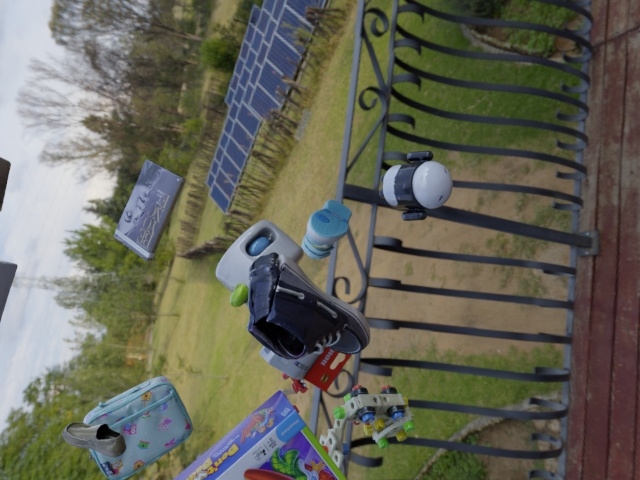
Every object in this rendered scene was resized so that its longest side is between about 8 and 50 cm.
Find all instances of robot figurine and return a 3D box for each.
[{"bbox_3d":[0.342,-0.196,1.564,0.278,0.174,0.209,5,128,54],"label":"robot figurine"}]

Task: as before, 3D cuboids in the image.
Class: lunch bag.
[{"bbox_3d":[-0.544,0.549,1.282,0.108,0.279,0.223,5,117,62],"label":"lunch bag"}]

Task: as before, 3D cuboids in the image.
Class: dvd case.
[{"bbox_3d":[-0.432,-0.079,1.083,0.165,0.018,0.221,27,96,33],"label":"dvd case"}]

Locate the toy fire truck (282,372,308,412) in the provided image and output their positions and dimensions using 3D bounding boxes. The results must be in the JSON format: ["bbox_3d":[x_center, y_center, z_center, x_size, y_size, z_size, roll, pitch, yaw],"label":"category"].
[{"bbox_3d":[-0.135,0.713,2.055,0.192,0.135,0.047,52,150,6],"label":"toy fire truck"}]

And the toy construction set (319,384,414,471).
[{"bbox_3d":[0.127,0.503,1.194,0.151,0.328,0.215,55,129,32],"label":"toy construction set"}]

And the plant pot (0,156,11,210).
[{"bbox_3d":[-0.957,-0.166,1.126,0.263,0.230,0.262,-19,65,50],"label":"plant pot"}]

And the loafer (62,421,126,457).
[{"bbox_3d":[-0.496,0.429,0.956,0.056,0.148,0.050,-51,-25,-78],"label":"loafer"}]

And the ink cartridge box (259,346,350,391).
[{"bbox_3d":[0.005,0.400,1.647,0.308,0.385,0.091,-53,32,-8],"label":"ink cartridge box"}]

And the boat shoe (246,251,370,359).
[{"bbox_3d":[-0.017,0.180,0.847,0.127,0.341,0.158,-32,36,27],"label":"boat shoe"}]

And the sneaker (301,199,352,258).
[{"bbox_3d":[0.000,0.000,1.423,0.208,0.127,0.319,-59,-5,24],"label":"sneaker"}]

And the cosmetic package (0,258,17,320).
[{"bbox_3d":[-0.836,0.132,0.971,0.224,0.138,0.224,9,82,29],"label":"cosmetic package"}]

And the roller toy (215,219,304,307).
[{"bbox_3d":[-0.148,0.052,1.038,0.191,0.146,0.209,-49,-4,10],"label":"roller toy"}]

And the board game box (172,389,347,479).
[{"bbox_3d":[-0.123,0.425,0.618,0.233,0.347,0.078,58,163,-16],"label":"board game box"}]
